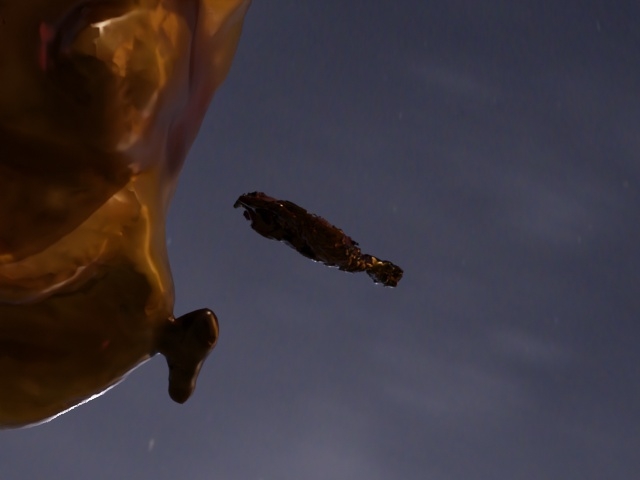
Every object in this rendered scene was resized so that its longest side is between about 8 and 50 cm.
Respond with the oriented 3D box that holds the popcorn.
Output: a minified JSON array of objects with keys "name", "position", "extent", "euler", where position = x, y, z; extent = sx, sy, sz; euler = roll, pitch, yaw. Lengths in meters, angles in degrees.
[{"name":"popcorn","position":[-0.146,-0.092,0.806],"extent":[0.281,0.316,0.297],"euler":[23,-46,-4]}]

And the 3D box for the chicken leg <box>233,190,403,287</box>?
[{"name":"chicken leg","position":[-0.001,-0.001,0.760],"extent":[0.083,0.036,0.021],"euler":[26,-98,5]}]
